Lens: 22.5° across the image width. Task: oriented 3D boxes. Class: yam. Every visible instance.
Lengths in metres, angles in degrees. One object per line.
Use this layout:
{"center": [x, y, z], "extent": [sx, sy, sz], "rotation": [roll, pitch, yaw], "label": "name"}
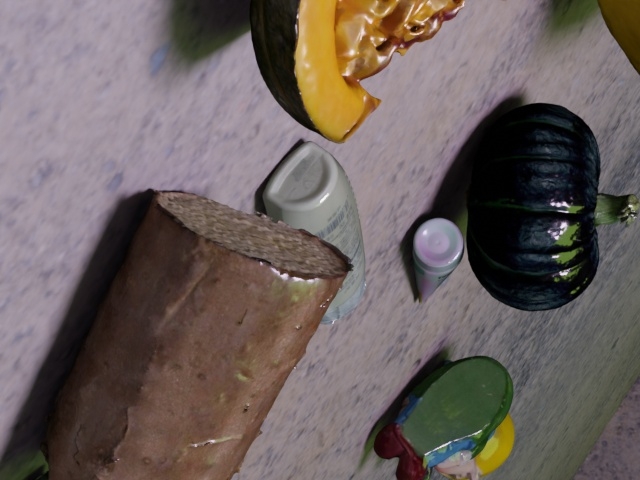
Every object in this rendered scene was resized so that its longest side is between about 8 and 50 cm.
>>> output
{"center": [-0.088, 0.086, 1.023], "extent": [0.128, 0.129, 0.238], "rotation": [-16, 136, -60], "label": "yam"}

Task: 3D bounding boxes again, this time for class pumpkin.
{"center": [0.035, -0.193, 0.936], "extent": [0.278, 0.111, 0.163], "rotation": [-40, 140, -34], "label": "pumpkin"}
{"center": [0.201, -0.030, 1.494], "extent": [0.194, 0.150, 0.194], "rotation": [-164, -90, -76], "label": "pumpkin"}

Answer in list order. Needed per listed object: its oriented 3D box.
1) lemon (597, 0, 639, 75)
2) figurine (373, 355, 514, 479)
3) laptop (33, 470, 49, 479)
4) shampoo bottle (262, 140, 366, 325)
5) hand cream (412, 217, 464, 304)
{"center": [0.367, -0.251, 1.364], "extent": [0.293, 0.293, 0.293], "rotation": [-47, 159, -24], "label": "lemon"}
{"center": [0.145, 0.232, 1.856], "extent": [0.185, 0.127, 0.234], "rotation": [-44, 168, -18], "label": "figurine"}
{"center": [-0.247, 0.240, 1.072], "extent": [0.180, 0.016, 0.129], "rotation": [-36, 152, -42], "label": "laptop"}
{"center": [0.000, 0.000, 1.218], "extent": [0.072, 0.049, 0.212], "rotation": [-53, 160, -18], "label": "shampoo bottle"}
{"center": [0.114, 0.019, 1.544], "extent": [0.076, 0.047, 0.174], "rotation": [-56, 170, -5], "label": "hand cream"}
